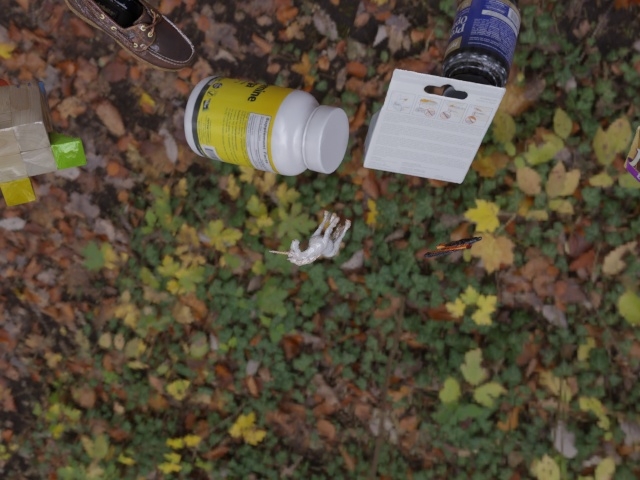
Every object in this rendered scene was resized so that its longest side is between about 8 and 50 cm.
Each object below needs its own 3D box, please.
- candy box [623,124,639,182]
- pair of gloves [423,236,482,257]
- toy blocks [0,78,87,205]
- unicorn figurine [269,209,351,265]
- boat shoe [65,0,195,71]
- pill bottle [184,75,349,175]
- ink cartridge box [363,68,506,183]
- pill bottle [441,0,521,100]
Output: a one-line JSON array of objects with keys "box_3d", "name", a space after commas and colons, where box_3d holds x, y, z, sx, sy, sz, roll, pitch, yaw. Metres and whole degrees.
[{"box_3d": [0.484, -0.070, 0.986, 0.053, 0.187, 0.109, -34, 155, -3], "name": "candy box"}, {"box_3d": [0.197, 0.011, 1.122, 0.074, 0.083, 0.010, -12, 96, 34], "name": "pair of gloves"}, {"box_3d": [-0.612, -0.195, 1.284, 0.381, 0.261, 0.191, -14, 131, -14], "name": "toy blocks"}, {"box_3d": [0.000, 0.000, 1.388, 0.060, 0.111, 0.162, 32, -173, 38], "name": "unicorn figurine"}, {"box_3d": [-0.270, -0.315, 1.095, 0.207, 0.073, 0.073, 26, 162, -27], "name": "boat shoe"}, {"box_3d": [-0.116, -0.248, 1.670, 0.333, 0.188, 0.188, 14, 142, 23], "name": "pill bottle"}, {"box_3d": [0.142, -0.156, 0.992, 0.145, 0.045, 0.179, 9, 141, -5], "name": "ink cartridge box"}, {"box_3d": [0.288, -0.336, 1.378, 0.122, 0.219, 0.123, 14, 153, 7], "name": "pill bottle"}]
